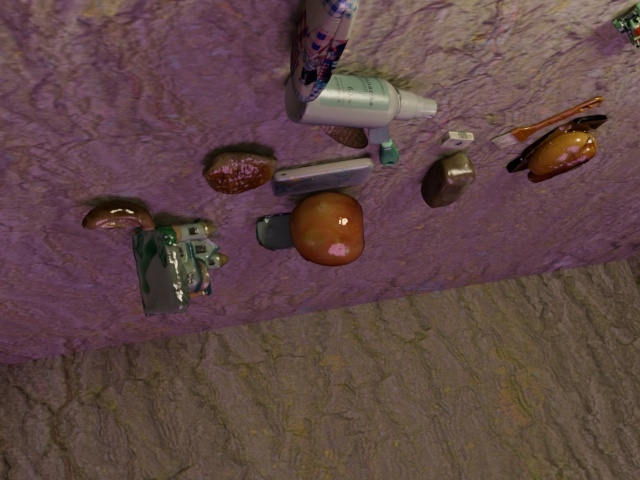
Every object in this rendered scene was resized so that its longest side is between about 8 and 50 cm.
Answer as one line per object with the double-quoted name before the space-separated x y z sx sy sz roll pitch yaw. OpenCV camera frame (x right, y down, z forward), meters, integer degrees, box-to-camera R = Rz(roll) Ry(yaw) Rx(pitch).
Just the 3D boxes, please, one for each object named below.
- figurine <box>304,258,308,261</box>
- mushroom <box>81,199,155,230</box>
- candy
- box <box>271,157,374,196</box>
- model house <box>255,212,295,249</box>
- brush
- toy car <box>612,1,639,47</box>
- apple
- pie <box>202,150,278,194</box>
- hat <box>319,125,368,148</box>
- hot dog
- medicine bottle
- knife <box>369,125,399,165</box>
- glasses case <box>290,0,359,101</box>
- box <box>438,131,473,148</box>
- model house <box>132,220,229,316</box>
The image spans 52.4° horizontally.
"figurine" 0.000 0.000 2.254 0.146 0.145 0.222 -7 171 -17
"mushroom" -0.537 -0.067 1.766 0.210 0.072 0.094 -1 161 -41
"candy" 0.386 -0.180 1.979 0.104 0.102 0.234 -8 160 -11
"box" 0.004 -0.178 1.834 0.285 0.044 0.142 -10 166 -5
"model house" -0.137 -0.014 2.144 0.149 0.119 0.148 -9 170 -8
"brush" 0.636 -0.329 1.826 0.315 0.017 0.090 -23 159 28
"toy car" 0.689 -0.457 1.401 0.073 0.054 0.143 -28 158 38
"apple" 0.020 -0.035 1.991 0.254 0.253 0.253 -11 162 -4
"pie" -0.202 -0.177 1.647 0.194 0.078 0.163 -10 159 -8
"hat" 0.064 -0.284 1.523 0.146 0.067 0.146 29 165 9
"hot dog" 0.730 -0.250 1.978 0.194 0.107 0.326 -7 162 -16
"medicine bottle" 0.100 -0.298 1.409 0.352 0.110 0.110 -2 160 -29
"knife" 0.160 -0.265 1.698 0.063 0.034 0.260 -9 157 12
"glasses case" 0.002 -0.363 1.124 0.076 0.125 0.327 2 160 -14
"box" 0.374 -0.277 1.797 0.083 0.024 0.054 -1 157 -28
"model house" -0.386 0.072 2.028 0.194 0.266 0.325 -10 180 41
